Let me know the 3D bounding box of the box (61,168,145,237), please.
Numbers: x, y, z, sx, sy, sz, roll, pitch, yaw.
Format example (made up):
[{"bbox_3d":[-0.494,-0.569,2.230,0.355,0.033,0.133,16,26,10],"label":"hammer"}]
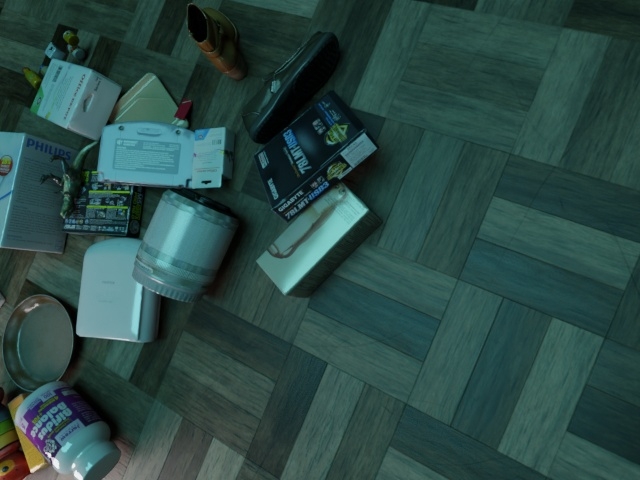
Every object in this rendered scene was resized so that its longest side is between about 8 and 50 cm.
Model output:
[{"bbox_3d":[-0.701,-0.123,1.515,0.270,0.060,0.216,2,83,19],"label":"box"}]

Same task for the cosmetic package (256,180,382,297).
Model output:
[{"bbox_3d":[0.000,0.000,1.201,0.296,0.153,0.129,-46,70,7],"label":"cosmetic package"}]

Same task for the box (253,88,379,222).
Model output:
[{"bbox_3d":[-0.026,-0.228,1.208,0.293,0.073,0.295,-36,38,11],"label":"box"}]

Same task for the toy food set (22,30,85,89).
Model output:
[{"bbox_3d":[-0.929,-0.637,1.639,0.104,0.111,0.232,43,100,19],"label":"toy food set"}]

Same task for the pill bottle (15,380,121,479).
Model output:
[{"bbox_3d":[-0.733,0.568,1.372,0.302,0.169,0.169,32,94,20],"label":"pill bottle"}]

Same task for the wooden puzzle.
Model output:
[{"bbox_3d":[-0.558,-0.389,1.514,0.221,0.044,0.238,-39,77,10],"label":"wooden puzzle"}]

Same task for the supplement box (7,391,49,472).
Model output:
[{"bbox_3d":[-0.898,0.600,1.475,0.080,0.078,0.233,-37,72,11],"label":"supplement box"}]

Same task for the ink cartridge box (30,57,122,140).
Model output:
[{"bbox_3d":[-0.810,-0.467,1.543,0.278,0.117,0.201,25,91,33],"label":"ink cartridge box"}]

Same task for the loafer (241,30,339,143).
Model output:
[{"bbox_3d":[-0.101,-0.446,1.305,0.366,0.134,0.130,-46,71,8],"label":"loafer"}]

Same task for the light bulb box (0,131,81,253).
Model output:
[{"bbox_3d":[-1.038,-0.164,1.553,0.358,0.225,0.360,7,86,20],"label":"light bulb box"}]

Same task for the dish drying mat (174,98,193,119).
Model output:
[{"bbox_3d":[-0.429,-0.412,1.462,0.032,0.008,0.083,18,59,-5],"label":"dish drying mat"}]

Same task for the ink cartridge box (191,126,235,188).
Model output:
[{"bbox_3d":[-0.319,-0.238,1.393,0.105,0.062,0.181,0,82,20],"label":"ink cartridge box"}]

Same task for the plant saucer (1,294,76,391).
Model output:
[{"bbox_3d":[-0.914,0.333,1.533,0.311,0.050,0.310,-3,82,18],"label":"plant saucer"}]

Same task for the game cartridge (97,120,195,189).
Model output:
[{"bbox_3d":[-0.521,-0.264,1.430,0.298,0.062,0.197,5,82,1],"label":"game cartridge"}]

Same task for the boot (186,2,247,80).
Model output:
[{"bbox_3d":[-0.332,-0.619,1.365,0.109,0.220,0.283,-25,75,15],"label":"boot"}]

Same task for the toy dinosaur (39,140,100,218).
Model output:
[{"bbox_3d":[-0.803,-0.208,1.476,0.064,0.118,0.267,13,85,49],"label":"toy dinosaur"}]

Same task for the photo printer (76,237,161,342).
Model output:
[{"bbox_3d":[-0.604,0.144,1.417,0.256,0.107,0.307,1,83,20],"label":"photo printer"}]

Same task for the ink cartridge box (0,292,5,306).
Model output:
[{"bbox_3d":[-1.238,0.186,1.653,0.231,0.078,0.134,39,96,20],"label":"ink cartridge box"}]

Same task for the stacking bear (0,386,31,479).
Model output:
[{"bbox_3d":[-1.025,0.641,1.476,0.289,0.175,0.164,54,146,7],"label":"stacking bear"}]

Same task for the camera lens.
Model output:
[{"bbox_3d":[-0.370,0.006,1.293,0.220,0.219,0.274,25,91,21],"label":"camera lens"}]
